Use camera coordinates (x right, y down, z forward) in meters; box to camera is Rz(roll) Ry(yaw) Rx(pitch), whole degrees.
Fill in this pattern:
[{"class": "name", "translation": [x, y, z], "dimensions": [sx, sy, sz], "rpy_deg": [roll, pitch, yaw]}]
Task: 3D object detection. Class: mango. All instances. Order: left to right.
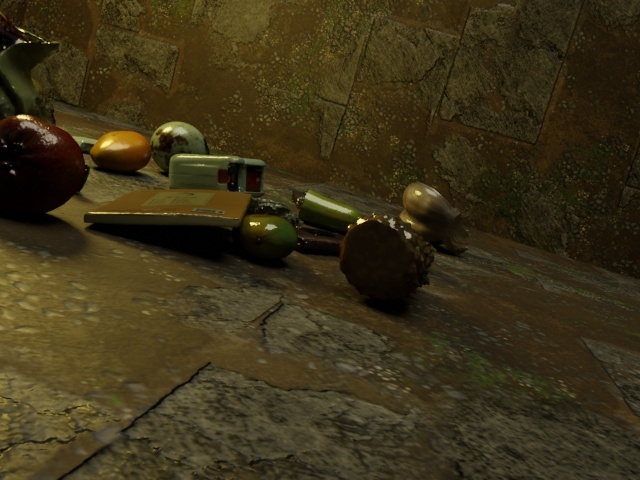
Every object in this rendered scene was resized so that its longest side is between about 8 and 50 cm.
[{"class": "mango", "translation": [-0.561, -0.244, 1.837], "dimensions": [0.145, 0.112, 0.219], "rpy_deg": [18, 21, 8]}, {"class": "mango", "translation": [-0.112, -0.008, 1.281], "dimensions": [0.122, 0.085, 0.191], "rpy_deg": [-3, 6, -17]}]

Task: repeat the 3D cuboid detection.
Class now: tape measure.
[{"class": "tape measure", "translation": [-0.259, -0.160, 1.729], "dimensions": [0.243, 0.125, 0.246], "rpy_deg": [8, 5, 30]}]

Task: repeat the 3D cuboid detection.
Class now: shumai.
[{"class": "shumai", "translation": [-0.916, -0.468, 1.809], "dimensions": [0.396, 0.347, 0.395], "rpy_deg": [12, 12, -3]}]

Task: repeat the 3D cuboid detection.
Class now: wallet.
[{"class": "wallet", "translation": [-0.010, -0.127, 2.286], "dimensions": [0.165, 0.042, 0.309], "rpy_deg": [16, 9, -12]}, {"class": "wallet", "translation": [0.000, 0.000, 1.541], "dimensions": [0.230, 0.042, 0.124], "rpy_deg": [4, 18, -46]}]

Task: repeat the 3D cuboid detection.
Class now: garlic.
[{"class": "garlic", "translation": [0.369, -0.081, 2.184], "dimensions": [0.238, 0.210, 0.292], "rpy_deg": [-2, 28, -44]}]

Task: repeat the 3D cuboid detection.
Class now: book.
[{"class": "book", "translation": [-0.277, -0.067, 1.294], "dimensions": [0.269, 0.032, 0.389], "rpy_deg": [2, 10, -2]}]

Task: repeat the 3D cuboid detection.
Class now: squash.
[{"class": "squash", "translation": [0.035, -0.072, 1.896], "dimensions": [0.188, 0.095, 0.095], "rpy_deg": [20, 9, 4]}]

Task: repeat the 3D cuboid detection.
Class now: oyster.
[{"class": "oyster", "translation": [-0.138, -0.066, 1.654], "dimensions": [0.177, 0.064, 0.125], "rpy_deg": [9, -7, 15]}]

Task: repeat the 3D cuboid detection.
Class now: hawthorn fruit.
[{"class": "hawthorn fruit", "translation": [-0.469, -0.120, 1.084], "dimensions": [0.169, 0.168, 0.188], "rpy_deg": [17, -3, 7]}]

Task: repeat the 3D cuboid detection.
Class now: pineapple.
[{"class": "pineapple", "translation": [0.154, 0.038, 1.274], "dimensions": [0.169, 0.169, 0.340], "rpy_deg": [20, 3, 23]}]

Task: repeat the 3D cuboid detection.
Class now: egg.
[{"class": "egg", "translation": [-0.441, -0.286, 2.095], "dimensions": [0.169, 0.169, 0.231], "rpy_deg": [21, -4, 25]}]

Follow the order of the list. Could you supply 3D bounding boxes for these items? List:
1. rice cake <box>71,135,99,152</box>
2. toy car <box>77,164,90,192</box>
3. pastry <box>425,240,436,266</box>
[{"class": "rice cake", "translation": [-0.689, -0.293, 2.087], "dimensions": [0.085, 0.040, 0.226], "rpy_deg": [22, 11, 35]}, {"class": "toy car", "translation": [-0.554, -0.150, 1.384], "dimensions": [0.165, 0.071, 0.062], "rpy_deg": [19, -4, 20]}, {"class": "pastry", "translation": [0.221, 0.020, 1.685], "dimensions": [0.154, 0.081, 0.153], "rpy_deg": [13, 6, -1]}]
